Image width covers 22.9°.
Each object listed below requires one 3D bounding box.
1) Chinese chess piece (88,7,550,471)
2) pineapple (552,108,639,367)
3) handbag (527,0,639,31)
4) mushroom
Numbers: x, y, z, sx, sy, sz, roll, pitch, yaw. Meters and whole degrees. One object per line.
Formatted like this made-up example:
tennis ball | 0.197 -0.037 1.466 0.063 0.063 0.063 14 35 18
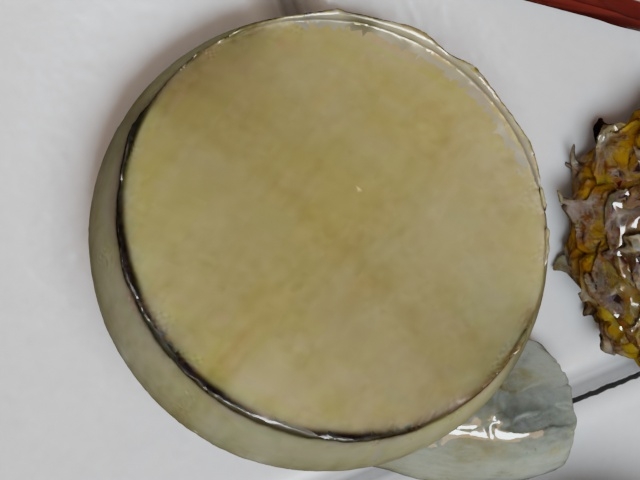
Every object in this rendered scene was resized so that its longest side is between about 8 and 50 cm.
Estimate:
Chinese chess piece | 0.000 0.000 0.882 0.257 0.104 0.257 3 76 -11
pineapple | 0.232 0.002 0.928 0.225 0.076 0.224 5 102 23
handbag | 0.263 -0.187 0.901 0.298 0.151 0.171 12 94 -13
mushroom | 0.042 0.097 0.964 0.223 0.081 0.092 9 104 -8
